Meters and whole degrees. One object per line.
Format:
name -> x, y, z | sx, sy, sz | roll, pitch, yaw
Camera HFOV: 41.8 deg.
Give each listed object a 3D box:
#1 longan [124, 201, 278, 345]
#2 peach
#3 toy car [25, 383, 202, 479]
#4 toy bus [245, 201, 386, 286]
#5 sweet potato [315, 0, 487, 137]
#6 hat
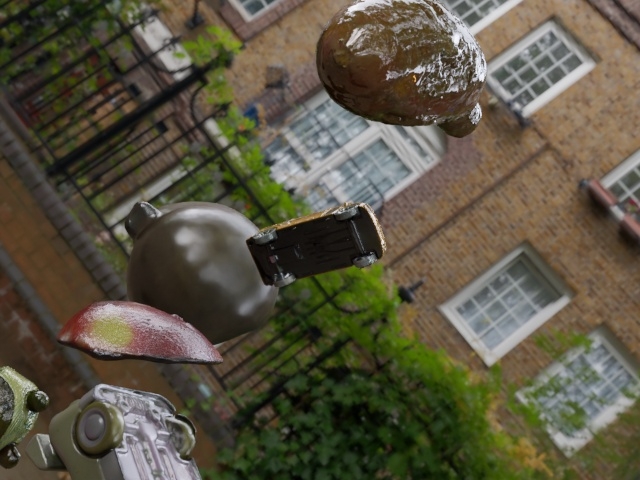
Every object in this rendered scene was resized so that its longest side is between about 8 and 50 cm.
longan -> -0.212, 0.049, 1.432 | 0.300, 0.243, 0.300 | 41, 3, -2
peach -> -0.217, 0.122, 1.100 | 0.189, 0.068, 0.279 | 12, -3, 21
toy car -> -0.325, 0.429, 1.390 | 0.242, 0.226, 0.336 | 30, 27, -56
toy bus -> 0.000, 0.000, 0.978 | 0.069, 0.162, 0.074 | 68, 26, -14
sweet potato -> 0.096, -0.147, 0.738 | 0.109, 0.109, 0.385 | 51, 20, 14
hat -> -0.279, 0.156, 0.742 | 0.059, 0.077, 0.076 | 26, -26, 0
